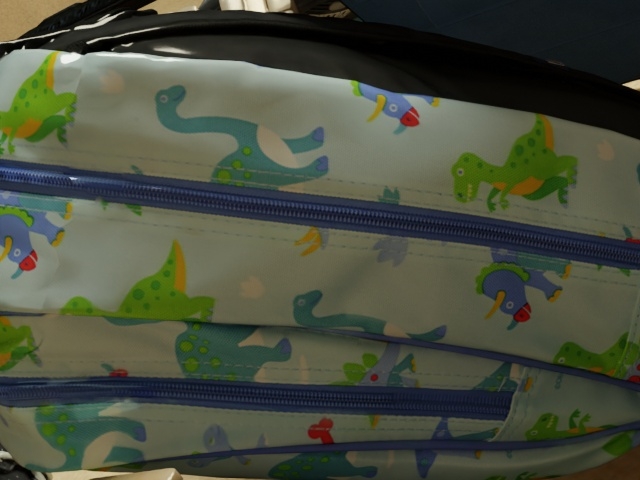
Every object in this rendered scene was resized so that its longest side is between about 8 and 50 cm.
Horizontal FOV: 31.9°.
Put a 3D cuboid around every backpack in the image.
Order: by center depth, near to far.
[{"bbox_3d":[0.000,0.000,0.544,0.290,0.355,0.273,25,93,65],"label":"backpack"}]

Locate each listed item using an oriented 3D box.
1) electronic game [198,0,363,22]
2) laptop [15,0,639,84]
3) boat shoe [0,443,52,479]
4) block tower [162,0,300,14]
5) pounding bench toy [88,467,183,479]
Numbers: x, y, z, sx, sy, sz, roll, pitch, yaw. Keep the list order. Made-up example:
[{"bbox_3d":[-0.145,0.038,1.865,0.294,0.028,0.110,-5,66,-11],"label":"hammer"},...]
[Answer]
[{"bbox_3d":[0.000,-0.203,0.926,0.229,0.048,0.229,-20,-6,-2],"label":"electronic game"},{"bbox_3d":[0.118,-0.132,0.646,0.382,0.236,0.408,-13,20,41],"label":"laptop"},{"bbox_3d":[-0.234,0.176,0.768,0.301,0.108,0.102,-8,36,54],"label":"boat shoe"},{"bbox_3d":[-0.169,-0.094,0.851,0.335,0.097,0.091,-17,66,6],"label":"block tower"},{"bbox_3d":[-0.062,0.113,0.429,0.052,0.065,0.083,-16,33,37],"label":"pounding bench toy"}]
